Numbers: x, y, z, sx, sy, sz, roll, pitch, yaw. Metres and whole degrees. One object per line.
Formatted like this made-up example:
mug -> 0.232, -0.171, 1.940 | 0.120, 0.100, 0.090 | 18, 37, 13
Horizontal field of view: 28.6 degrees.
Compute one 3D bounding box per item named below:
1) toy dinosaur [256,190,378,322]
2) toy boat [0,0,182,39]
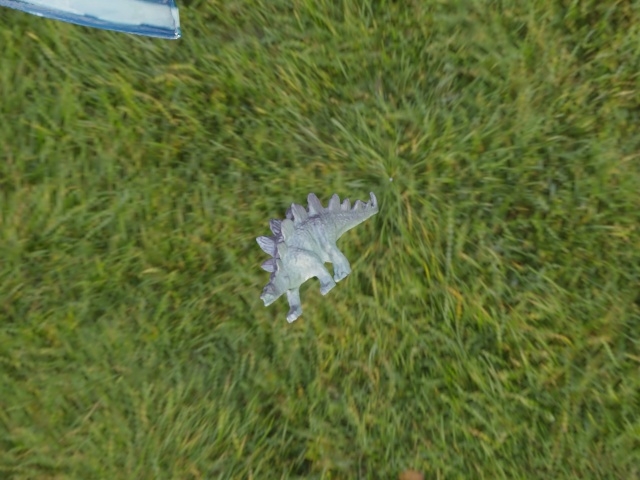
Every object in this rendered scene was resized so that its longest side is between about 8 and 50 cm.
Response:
toy dinosaur -> 0.002, -0.001, 1.088 | 0.039, 0.209, 0.082 | -31, 94, 41
toy boat -> -0.231, -0.226, 1.065 | 0.299, 0.096, 0.062 | 19, 104, 29
